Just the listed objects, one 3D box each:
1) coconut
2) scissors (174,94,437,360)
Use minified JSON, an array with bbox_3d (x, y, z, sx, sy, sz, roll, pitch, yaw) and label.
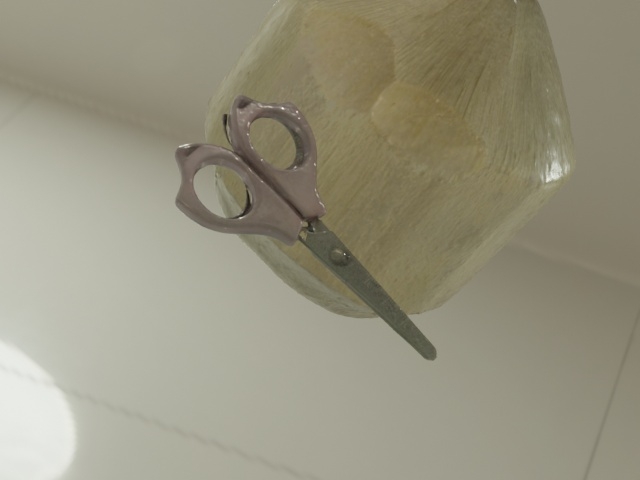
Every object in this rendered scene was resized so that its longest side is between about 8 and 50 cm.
[{"bbox_3d":[0.056,-0.086,1.153,0.237,0.237,0.266,41,-61,-5],"label":"coconut"},{"bbox_3d":[0.000,0.000,0.939,0.189,0.100,0.015,46,-29,1],"label":"scissors"}]
